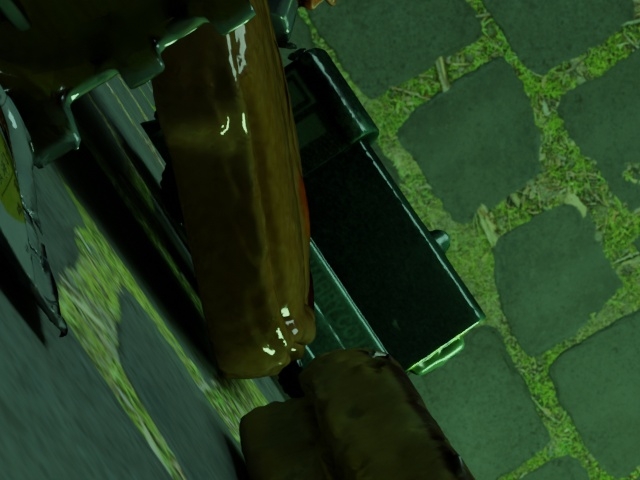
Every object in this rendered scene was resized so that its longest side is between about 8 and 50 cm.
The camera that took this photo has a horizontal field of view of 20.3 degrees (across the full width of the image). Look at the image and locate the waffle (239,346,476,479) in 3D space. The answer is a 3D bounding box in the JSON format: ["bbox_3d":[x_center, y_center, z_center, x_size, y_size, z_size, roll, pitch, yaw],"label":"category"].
[{"bbox_3d":[0.086,0.219,0.852,0.328,0.098,0.224,58,1,-18],"label":"waffle"}]

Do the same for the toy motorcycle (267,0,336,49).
[{"bbox_3d":[-0.140,-0.259,1.365,0.325,0.148,0.221,17,-11,5],"label":"toy motorcycle"}]

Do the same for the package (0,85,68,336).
[{"bbox_3d":[-0.136,-0.068,0.624,0.171,0.027,0.173,-115,-179,-59],"label":"package"}]

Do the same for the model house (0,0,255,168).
[{"bbox_3d":[-0.121,-0.194,0.803,0.224,0.198,0.215,54,6,-45],"label":"model house"}]

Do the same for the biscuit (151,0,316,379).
[{"bbox_3d":[-0.056,-0.091,1.123,0.455,0.078,0.350,-20,96,-89],"label":"biscuit"}]

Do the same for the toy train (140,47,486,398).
[{"bbox_3d":[0.000,0.000,1.419,0.330,0.178,0.138,56,0,5],"label":"toy train"}]
